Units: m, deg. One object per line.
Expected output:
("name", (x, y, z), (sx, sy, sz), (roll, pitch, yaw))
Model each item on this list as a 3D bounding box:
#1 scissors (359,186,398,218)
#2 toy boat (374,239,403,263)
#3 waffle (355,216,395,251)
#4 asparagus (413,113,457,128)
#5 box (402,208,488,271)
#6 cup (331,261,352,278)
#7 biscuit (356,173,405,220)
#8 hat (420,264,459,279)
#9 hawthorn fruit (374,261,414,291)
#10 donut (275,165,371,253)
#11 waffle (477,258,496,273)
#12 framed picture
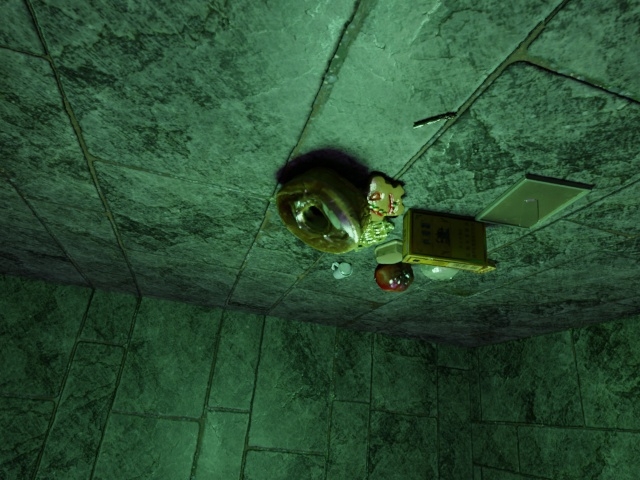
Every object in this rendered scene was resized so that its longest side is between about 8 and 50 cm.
("scissors", (0.179, -0.130, 1.546), (0.144, 0.017, 0.248), (-12, 150, 35))
("toy boat", (0.319, 0.059, 1.897), (0.116, 0.061, 0.188), (19, 154, -29))
("waffle", (0.117, -0.052, 1.629), (0.317, 0.073, 0.297), (27, 151, -21))
("asparagus", (0.299, -0.314, 1.088), (0.114, 0.014, 0.015), (-8, -173, 31))
("box", (0.464, 0.001, 1.559), (0.302, 0.192, 0.084), (8, 156, -4))
("cup", (0.101, 0.152, 2.176), (0.104, 0.074, 0.116), (35, 156, -7))
("biscuit", (0.178, -0.125, 1.433), (0.239, 0.041, 0.212), (-28, 136, 21))
("hat", (0.514, 0.087, 1.841), (0.214, 0.149, 0.245), (-9, 164, 29))
("hawthorn fruit", (0.348, 0.171, 2.036), (0.181, 0.181, 0.235), (13, 170, -17))
("donut", (0.012, -0.108, 1.390), (0.330, 0.160, 0.330), (24, 147, 17))
("waffle", (0.736, 0.112, 1.947), (0.148, 0.042, 0.102), (16, 154, -22))
("framed picture", (0.718, -0.122, 1.430), (0.232, 0.024, 0.315), (9, 156, -7))
